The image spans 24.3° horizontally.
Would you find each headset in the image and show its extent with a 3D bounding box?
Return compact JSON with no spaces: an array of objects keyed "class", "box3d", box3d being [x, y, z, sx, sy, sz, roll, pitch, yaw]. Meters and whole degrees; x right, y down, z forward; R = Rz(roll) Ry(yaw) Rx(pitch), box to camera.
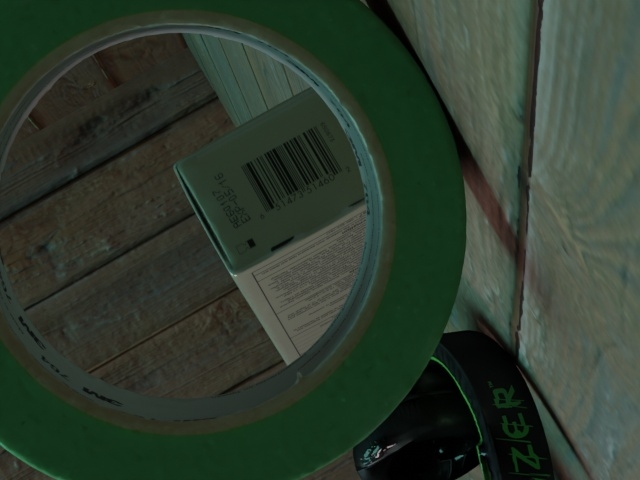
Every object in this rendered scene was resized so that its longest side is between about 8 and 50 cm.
[{"class":"headset","box3d":[0.069,0.220,1.262,0.394,0.185,0.243,130,132,-67]}]

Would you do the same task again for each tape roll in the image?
[{"class":"tape roll","box3d":[-0.080,-0.011,0.859,0.321,0.321,0.077,60,177,-7]}]

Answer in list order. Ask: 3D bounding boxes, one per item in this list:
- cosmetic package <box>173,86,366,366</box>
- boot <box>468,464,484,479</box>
[{"class":"cosmetic package","box3d":[0.000,0.000,1.250,0.113,0.160,0.309,60,176,21]},{"class":"boot","box3d":[0.200,0.278,1.808,0.087,0.042,0.118,54,178,1]}]
